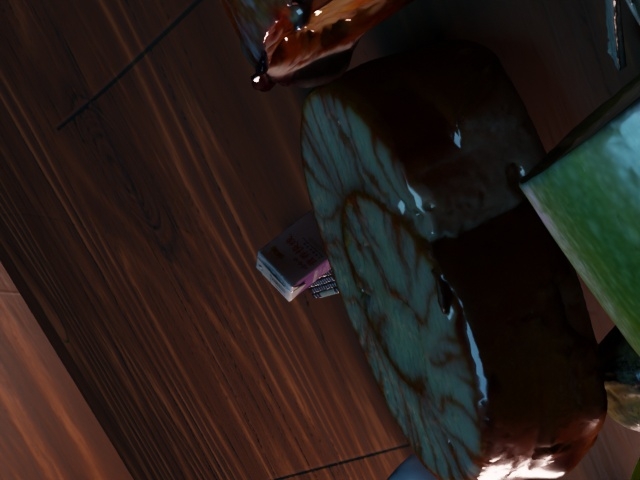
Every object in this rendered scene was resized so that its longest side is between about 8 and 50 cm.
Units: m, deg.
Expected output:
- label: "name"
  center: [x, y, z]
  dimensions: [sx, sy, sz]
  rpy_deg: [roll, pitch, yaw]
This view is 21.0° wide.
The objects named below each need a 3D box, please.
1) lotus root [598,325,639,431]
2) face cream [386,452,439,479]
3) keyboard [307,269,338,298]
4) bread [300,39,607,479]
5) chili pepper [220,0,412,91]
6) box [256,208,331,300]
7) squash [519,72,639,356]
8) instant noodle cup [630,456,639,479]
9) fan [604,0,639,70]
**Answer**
- label: "lotus root"
  center: [0.240, 0.090, 1.220]
  dimensions: [0.089, 0.080, 0.179]
  rpy_deg: [52, 165, -1]
- label: "face cream"
  center: [0.199, 0.367, 1.825]
  dimensions: [0.337, 0.080, 0.163]
  rpy_deg: [47, 160, 14]
- label: "keyboard"
  center: [0.008, 0.031, 1.754]
  dimensions: [0.055, 0.017, 0.166]
  rpy_deg: [54, 161, -6]
- label: "bread"
  center: [0.093, 0.021, 1.286]
  dimensions: [0.295, 0.114, 0.328]
  rpy_deg: [173, 77, -75]
- label: "chili pepper"
  center: [-0.027, -0.254, 0.973]
  dimensions: [0.229, 0.251, 0.305]
  rpy_deg: [-37, 91, 28]
- label: "box"
  center: [0.000, 0.000, 1.560]
  dimensions: [0.050, 0.117, 0.036]
  rpy_deg: [44, 157, 17]
- label: "squash"
  center: [0.295, 0.044, 0.727]
  dimensions: [0.384, 0.263, 0.263]
  rpy_deg: [51, 161, 0]
- label: "instant noodle cup"
  center: [0.313, 0.149, 0.996]
  dimensions: [0.174, 0.213, 0.213]
  rpy_deg: [45, 162, -9]
- label: "fan"
  center: [0.139, -0.205, 0.907]
  dimensions: [0.294, 0.012, 0.223]
  rpy_deg: [-23, -85, -85]
